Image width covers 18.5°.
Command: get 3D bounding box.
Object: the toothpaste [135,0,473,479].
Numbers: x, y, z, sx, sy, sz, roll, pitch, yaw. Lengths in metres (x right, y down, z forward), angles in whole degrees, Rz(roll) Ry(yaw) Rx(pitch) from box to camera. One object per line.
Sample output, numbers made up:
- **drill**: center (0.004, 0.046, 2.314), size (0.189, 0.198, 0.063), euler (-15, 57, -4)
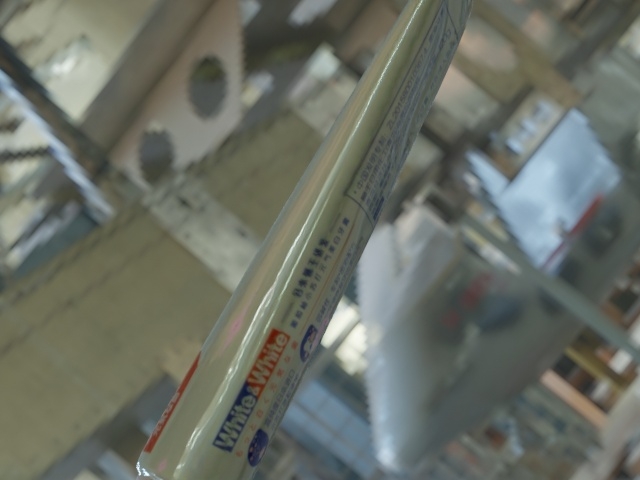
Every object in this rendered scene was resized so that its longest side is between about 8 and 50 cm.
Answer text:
- **toothpaste**: center (0.000, 0.000, 0.598), size (0.218, 0.033, 0.052), euler (-61, -16, -13)
